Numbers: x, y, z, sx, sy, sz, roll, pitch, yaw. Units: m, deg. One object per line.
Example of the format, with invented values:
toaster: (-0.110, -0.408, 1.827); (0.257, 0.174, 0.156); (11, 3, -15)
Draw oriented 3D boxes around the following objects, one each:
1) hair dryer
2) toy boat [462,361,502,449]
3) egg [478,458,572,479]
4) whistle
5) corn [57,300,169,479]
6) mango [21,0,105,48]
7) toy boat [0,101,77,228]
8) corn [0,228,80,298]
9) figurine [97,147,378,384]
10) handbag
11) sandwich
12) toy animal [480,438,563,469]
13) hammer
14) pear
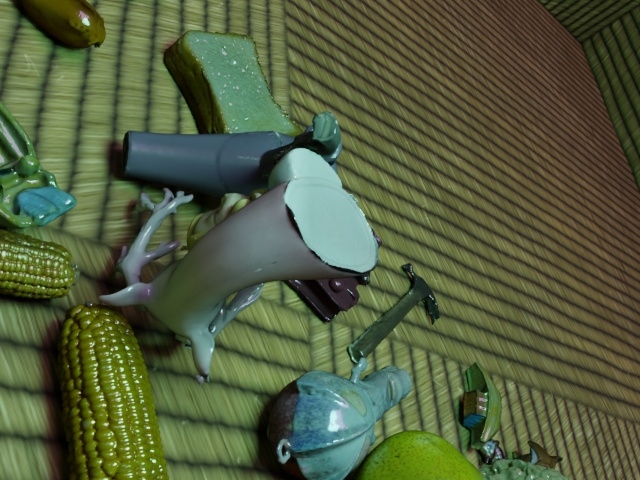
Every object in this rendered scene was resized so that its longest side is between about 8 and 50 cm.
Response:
hair dryer: (-0.074, -0.113, 0.856); (0.301, 0.361, 0.121); (5, 83, -24)
toy boat: (0.289, 0.300, 1.242); (0.066, 0.065, 0.172); (25, 42, -10)
egg: (0.313, 0.475, 0.984); (0.279, 0.279, 0.310); (31, 19, -32)
whistle: (0.034, 0.240, 0.950); (0.346, 0.134, 0.142); (-8, 68, -61)
corn: (-0.210, 0.205, 0.701); (0.102, 0.102, 0.313); (13, 54, -44)
mango: (-0.349, -0.310, 0.928); (0.127, 0.077, 0.063); (32, 66, -11)
toy boat: (-0.393, -0.115, 0.738); (0.276, 0.084, 0.111); (50, 40, -6)
corn: (-0.346, 0.018, 0.702); (0.207, 0.068, 0.068); (19, 51, -42)
figurine: (-0.098, 0.025, 0.789); (0.206, 0.316, 0.284); (58, 23, -19)
handbag: (0.002, -0.002, 1.114); (0.216, 0.074, 0.203); (47, 40, -13)
sandwich: (-0.143, -0.242, 1.126); (0.186, 0.065, 0.214); (-13, 75, -52)
toy animal: (0.377, 0.415, 1.248); (0.188, 0.089, 0.179); (-22, 67, -48)
hammer: (0.128, 0.135, 1.201); (0.125, 0.027, 0.297); (55, 36, 4)
pear: (0.129, 0.357, 0.917); (0.198, 0.198, 0.198); (29, 45, -34)
